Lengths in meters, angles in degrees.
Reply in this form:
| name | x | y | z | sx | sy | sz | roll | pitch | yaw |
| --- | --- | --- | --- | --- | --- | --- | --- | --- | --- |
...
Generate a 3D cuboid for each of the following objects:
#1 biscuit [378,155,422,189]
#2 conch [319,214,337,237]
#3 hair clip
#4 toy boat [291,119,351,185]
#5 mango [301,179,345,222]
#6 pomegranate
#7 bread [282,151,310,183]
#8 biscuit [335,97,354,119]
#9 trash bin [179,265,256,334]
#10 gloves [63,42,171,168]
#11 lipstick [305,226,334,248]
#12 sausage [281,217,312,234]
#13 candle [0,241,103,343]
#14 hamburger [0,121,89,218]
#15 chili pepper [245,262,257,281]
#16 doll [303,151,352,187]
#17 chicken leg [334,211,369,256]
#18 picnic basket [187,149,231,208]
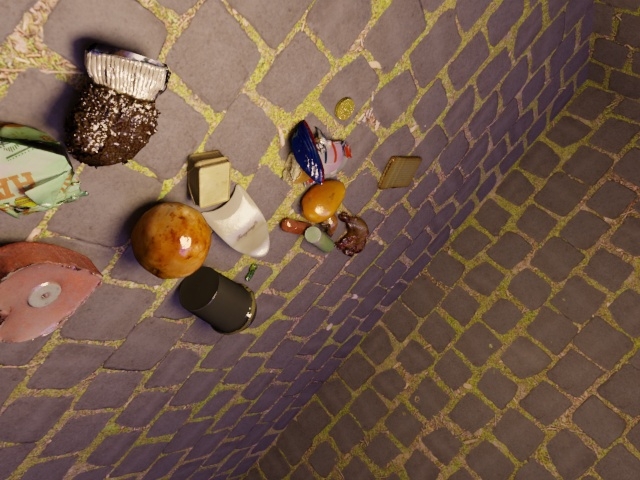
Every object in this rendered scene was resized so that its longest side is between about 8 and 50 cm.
| name | x | y | z | sx | sy | sz | roll | pitch | yaw |
| --- | --- | --- | --- | --- | --- | --- | --- | --- | --- |
| biscuit | 0.385 | -0.331 | 2.097 | 0.254 | 0.029 | 0.172 | -11 | 134 | -44 |
| conch | 0.015 | -0.108 | 1.873 | 0.086 | 0.080 | 0.233 | -50 | 126 | -19 |
| hair clip | -0.279 | -0.044 | 1.552 | 0.172 | 0.113 | 0.282 | -41 | 147 | -10 |
| toy boat | 0.012 | -0.299 | 1.556 | 0.318 | 0.072 | 0.219 | 14 | 71 | -51 |
| mango | 0.016 | -0.168 | 1.735 | 0.217 | 0.141 | 0.102 | -38 | 153 | -17 |
| pomegranate | -0.447 | -0.003 | 1.295 | 0.248 | 0.248 | 0.248 | -30 | 145 | -24 |
| bread | -0.074 | -0.264 | 1.575 | 0.106 | 0.082 | 0.125 | -10 | 131 | -35 |
| biscuit | 0.090 | -0.483 | 1.580 | 0.084 | 0.023 | 0.084 | -29 | 143 | -25 |
| trash bin | -0.373 | 0.246 | 1.676 | 0.214 | 0.214 | 0.334 | -43 | 144 | -5 |
| gloves | -0.484 | -0.294 | 1.007 | 0.210 | 0.135 | 0.312 | -15 | 140 | -50 |
| lipstick | 0.000 | 0.000 | 1.899 | 0.076 | 0.076 | 0.304 | -47 | 164 | 2 |
| sausage | -0.106 | -0.057 | 1.787 | 0.169 | 0.065 | 0.065 | 9 | 119 | -53 |
| candle | -0.753 | 0.115 | 1.165 | 0.287 | 0.131 | 0.317 | -26 | 153 | -41 |
| hamburger | -0.656 | -0.149 | 0.979 | 0.235 | 0.125 | 0.214 | -1 | 133 | -45 |
| chili pepper | -0.291 | 0.132 | 1.821 | 0.030 | 0.034 | 0.091 | 21 | 114 | -21 |
| doll | 0.028 | -0.283 | 1.687 | 0.227 | 0.075 | 0.102 | -31 | 168 | -6 |
| chicken leg | 0.148 | -0.031 | 2.115 | 0.177 | 0.083 | 0.323 | -13 | 140 | -21 |
| picnic basket | -0.346 | -0.191 | 1.337 | 0.115 | 0.079 | 0.164 | -22 | 141 | -37 |
